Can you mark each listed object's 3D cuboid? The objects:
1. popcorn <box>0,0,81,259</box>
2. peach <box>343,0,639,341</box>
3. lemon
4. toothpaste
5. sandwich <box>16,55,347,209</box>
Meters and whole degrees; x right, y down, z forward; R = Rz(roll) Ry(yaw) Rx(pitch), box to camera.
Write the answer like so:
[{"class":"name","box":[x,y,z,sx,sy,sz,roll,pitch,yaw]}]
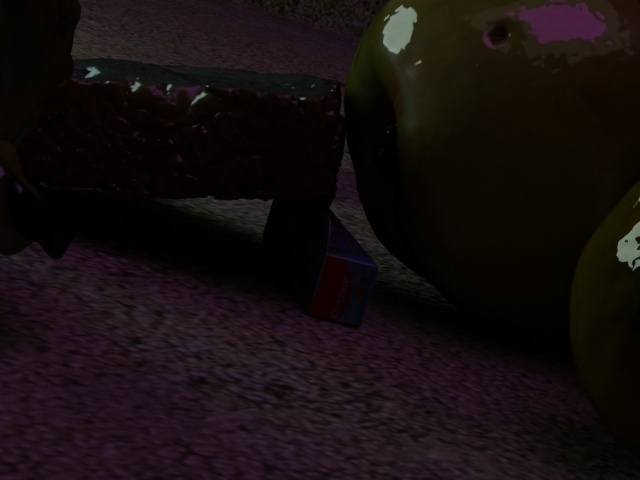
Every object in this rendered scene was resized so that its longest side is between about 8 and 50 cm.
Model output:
[{"class":"popcorn","box":[-0.268,-0.122,1.046,0.237,0.293,0.293,-15,1,20]},{"class":"peach","box":[0.173,-0.088,1.395,0.316,0.314,0.281,-23,28,-28]},{"class":"lemon","box":[0.304,0.059,1.123,0.320,0.245,0.245,16,10,-43]},{"class":"toothpaste","box":[0.000,0.000,1.317,0.044,0.070,0.193,13,13,-16]},{"class":"sandwich","box":[-0.128,-0.091,1.315,0.301,0.099,0.271,3,13,-1]}]
